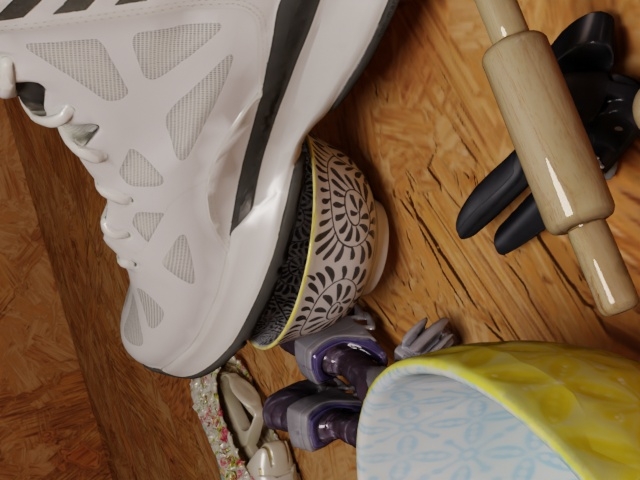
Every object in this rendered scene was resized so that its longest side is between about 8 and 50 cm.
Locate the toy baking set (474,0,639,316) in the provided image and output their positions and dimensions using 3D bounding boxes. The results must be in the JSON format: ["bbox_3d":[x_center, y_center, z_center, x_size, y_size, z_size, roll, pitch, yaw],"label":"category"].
[{"bbox_3d":[0.146,-0.056,0.382,0.197,0.030,0.256,-27,76,49],"label":"toy baking set"}]

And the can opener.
[{"bbox_3d":[0.119,-0.037,0.558,0.059,0.073,0.186,27,152,5],"label":"can opener"}]

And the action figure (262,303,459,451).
[{"bbox_3d":[0.060,0.132,0.773,0.285,0.099,0.185,28,126,55],"label":"action figure"}]

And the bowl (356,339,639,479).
[{"bbox_3d":[0.152,0.164,0.481,0.289,0.156,0.289,50,150,44],"label":"bowl"}]

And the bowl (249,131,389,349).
[{"bbox_3d":[0.000,0.000,0.792,0.170,0.080,0.170,-172,90,-69],"label":"bowl"}]

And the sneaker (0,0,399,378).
[{"bbox_3d":[-0.136,-0.086,0.701,0.169,0.257,0.447,-104,29,-45],"label":"sneaker"}]

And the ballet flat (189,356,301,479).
[{"bbox_3d":[-0.078,0.230,1.204,0.241,0.091,0.077,55,131,28],"label":"ballet flat"}]
